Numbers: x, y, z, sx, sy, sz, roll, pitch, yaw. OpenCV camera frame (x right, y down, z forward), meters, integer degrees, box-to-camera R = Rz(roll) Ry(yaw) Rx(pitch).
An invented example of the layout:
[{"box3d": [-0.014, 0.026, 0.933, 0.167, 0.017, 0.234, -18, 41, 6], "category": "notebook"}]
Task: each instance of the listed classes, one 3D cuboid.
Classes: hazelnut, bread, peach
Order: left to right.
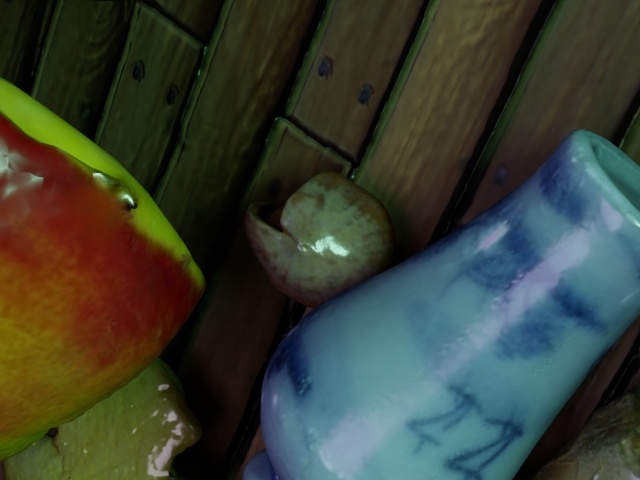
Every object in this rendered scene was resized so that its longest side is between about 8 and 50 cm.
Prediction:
[{"box3d": [-0.263, -0.037, 0.698, 0.242, 0.306, 0.380, -41, 99, -5], "category": "peach"}, {"box3d": [-0.140, 0.141, 0.871, 0.187, 0.065, 0.150, -9, 85, 40], "category": "bread"}, {"box3d": [0.000, 0.000, 0.718, 0.086, 0.086, 0.086, 10, 107, 34], "category": "hazelnut"}]

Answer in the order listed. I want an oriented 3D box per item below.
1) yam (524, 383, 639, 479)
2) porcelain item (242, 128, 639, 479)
[{"box3d": [0.077, 0.204, 0.716, 0.081, 0.081, 0.357, 50, 125, 15], "category": "yam"}, {"box3d": [0.066, 0.062, 0.648, 0.259, 0.141, 0.141, -43, 75, 23], "category": "porcelain item"}]
